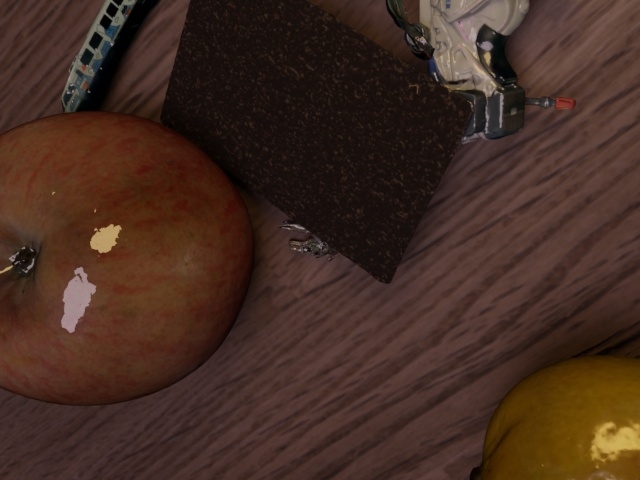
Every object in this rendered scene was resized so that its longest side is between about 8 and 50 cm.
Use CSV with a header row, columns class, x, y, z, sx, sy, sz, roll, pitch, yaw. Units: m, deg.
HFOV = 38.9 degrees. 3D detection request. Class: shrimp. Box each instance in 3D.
class,x,y,z,sx,sy,sz,roll,pitch,yaw
shrimp,-0.002,0.002,0.985,0.092,0.029,0.038,15,122,22

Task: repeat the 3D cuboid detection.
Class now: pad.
class,x,y,z,sx,sy,sz,roll,pitch,yaw
pad,-0.022,-0.126,0.907,0.330,0.004,0.220,36,126,19

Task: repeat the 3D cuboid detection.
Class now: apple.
class,x,y,z,sx,sy,sz,roll,pitch,yaw
apple,-0.251,0.024,0.953,0.344,0.269,0.345,7,111,20

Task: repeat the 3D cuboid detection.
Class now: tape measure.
class,x,y,z,sx,sy,sz,roll,pitch,yaw
tape measure,0.086,-0.254,0.806,0.107,0.104,0.180,-34,85,24

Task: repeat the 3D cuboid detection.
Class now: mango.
class,x,y,z,sx,sy,sz,roll,pitch,yaw
mango,0.349,0.284,0.841,0.445,0.221,0.301,32,126,-3

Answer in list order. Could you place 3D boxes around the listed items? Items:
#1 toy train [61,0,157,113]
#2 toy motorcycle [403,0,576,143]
class,x,y,z,sx,sy,sz,roll,pitch,yaw
toy train,-0.232,-0.212,0.987,0.047,0.043,0.207,41,118,6
toy motorcycle,0.154,-0.193,0.816,0.150,0.102,0.221,13,112,39
